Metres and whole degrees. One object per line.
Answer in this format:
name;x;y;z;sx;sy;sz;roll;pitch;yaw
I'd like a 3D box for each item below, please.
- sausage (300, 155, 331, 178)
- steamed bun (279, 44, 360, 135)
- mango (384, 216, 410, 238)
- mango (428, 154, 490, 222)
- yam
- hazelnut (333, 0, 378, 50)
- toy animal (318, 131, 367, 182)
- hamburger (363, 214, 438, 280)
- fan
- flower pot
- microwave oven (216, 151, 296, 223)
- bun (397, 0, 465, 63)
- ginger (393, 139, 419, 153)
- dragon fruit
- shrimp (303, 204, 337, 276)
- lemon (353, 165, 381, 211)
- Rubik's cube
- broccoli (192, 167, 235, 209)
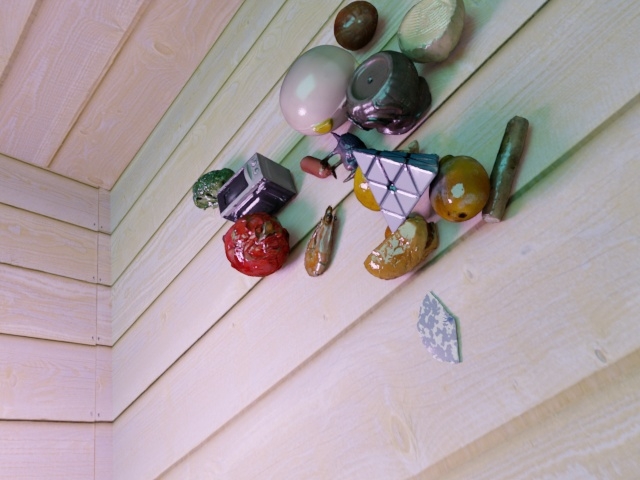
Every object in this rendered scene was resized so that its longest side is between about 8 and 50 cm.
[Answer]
sausage;-0.022;-0.314;2.025;0.194;0.077;0.077;30;95;49
steamed bun;0.004;-0.607;1.941;0.374;0.333;0.334;-55;42;9
mango;0.261;-0.037;1.611;0.114;0.060;0.080;-59;28;12
mango;0.401;-0.168;1.426;0.316;0.146;0.193;-97;28;-60
yam;0.536;-0.206;1.383;0.071;0.067;0.318;14;85;38
hazelnut;0.150;-0.913;2.014;0.214;0.176;0.214;-54;17;24
toy animal;0.099;-0.334;1.860;0.185;0.122;0.298;-30;37;27
hamburger;0.259;0.041;1.530;0.262;0.124;0.131;-43;48;27
fan;0.349;0.263;1.423;0.131;0.009;0.240;-39;49;30
flower pot;0.235;-0.521;1.733;0.301;0.213;0.302;-22;57;40
microwave oven;-0.287;-0.207;2.135;0.295;0.237;0.181;-40;48;26
bun;0.403;-0.738;1.695;0.259;0.152;0.260;-19;61;37
ginger;0.247;-0.275;1.723;0.288;0.075;0.089;-26;51;42
dragon fruit;-0.269;0.020;1.994;0.342;0.277;0.278;-30;51;58
shrimp;-0.001;0.000;1.877;0.154;0.062;0.295;17;87;55
lemon;0.194;-0.193;1.645;0.169;0.207;0.170;-2;65;4
Rubik's cube;0.264;-0.197;1.499;0.228;0.228;0.233;-25;56;21
broccoli;-0.537;-0.257;2.464;0.241;0.261;0.269;35;106;9
